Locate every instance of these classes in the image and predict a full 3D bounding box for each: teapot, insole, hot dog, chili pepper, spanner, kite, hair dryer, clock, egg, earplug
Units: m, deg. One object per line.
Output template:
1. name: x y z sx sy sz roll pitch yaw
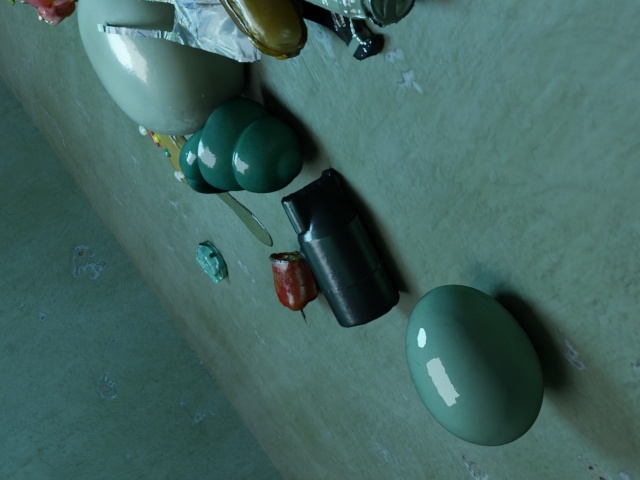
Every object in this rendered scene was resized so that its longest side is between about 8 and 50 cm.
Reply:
1. teapot: 0.025 -0.317 0.986 0.200 0.077 0.107 36 133 44
2. insole: -0.183 -0.067 1.942 0.253 0.005 0.086 44 156 31
3. hot dog: -0.119 -0.387 1.118 0.337 0.100 0.135 57 -168 -2
4. chili pepper: -0.049 0.100 1.779 0.086 0.084 0.192 -123 16 -54
5. spanner: -0.024 -0.322 1.164 0.316 0.024 0.087 37 151 45
6. kite: -0.214 -0.342 1.279 0.310 0.015 0.169 2 110 25
7. hair dryer: 0.000 0.000 1.504 0.244 0.116 0.302 65 166 -15
8. clock: -0.296 0.049 2.324 0.101 0.041 0.135 48 159 21
9. egg: 0.206 0.167 1.168 0.230 0.168 0.168 62 160 -2
10. earplug: -0.131 -0.133 1.498 0.280 0.164 0.257 20 149 39

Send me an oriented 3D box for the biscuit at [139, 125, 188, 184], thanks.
1. biscuit: -0.397 -0.279 2.048 0.339 0.047 0.216 56 159 1

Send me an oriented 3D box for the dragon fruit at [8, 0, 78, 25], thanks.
1. dragon fruit: -0.525 -0.551 1.671 0.224 0.224 0.227 50 121 18

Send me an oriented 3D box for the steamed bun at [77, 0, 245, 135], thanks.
1. steamed bun: -0.284 -0.328 1.481 0.324 0.206 0.324 46 156 27
